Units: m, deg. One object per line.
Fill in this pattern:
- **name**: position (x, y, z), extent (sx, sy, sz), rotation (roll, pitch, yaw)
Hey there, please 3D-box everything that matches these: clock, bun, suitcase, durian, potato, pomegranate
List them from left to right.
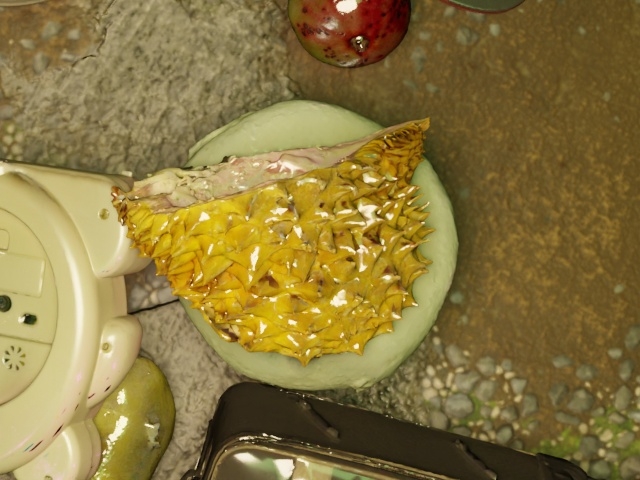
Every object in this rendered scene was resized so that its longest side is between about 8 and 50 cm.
- **clock**: position (-0.306, 0.073, 1.350), extent (0.284, 0.114, 0.309), rotation (9, 93, 15)
- **potato**: position (-0.200, 0.207, 1.403), extent (0.105, 0.085, 0.188), rotation (31, 79, -41)
- **bun**: position (-0.015, 0.014, 1.417), extent (0.293, 0.187, 0.293), rotation (4, 73, -13)
- **durian**: position (-0.008, 0.012, 1.273), extent (0.305, 0.185, 0.195), rotation (-14, 98, -25)
- **pomegranate**: position (0.035, -0.261, 1.488), extent (0.129, 0.129, 0.159), rotation (12, 73, -9)
- **suitcase**: position (0.059, 0.315, 1.365), extent (0.434, 0.194, 0.283), rotation (16, 110, -6)

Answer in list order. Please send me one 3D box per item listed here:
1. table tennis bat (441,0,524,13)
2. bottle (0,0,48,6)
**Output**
- **table tennis bat**: position (0.123, -0.348, 1.564), extent (0.274, 0.021, 0.154), rotation (22, 80, -10)
- **bottle**: position (-0.319, -0.371, 1.434), extent (0.120, 0.120, 0.253), rotation (-7, 86, -11)
